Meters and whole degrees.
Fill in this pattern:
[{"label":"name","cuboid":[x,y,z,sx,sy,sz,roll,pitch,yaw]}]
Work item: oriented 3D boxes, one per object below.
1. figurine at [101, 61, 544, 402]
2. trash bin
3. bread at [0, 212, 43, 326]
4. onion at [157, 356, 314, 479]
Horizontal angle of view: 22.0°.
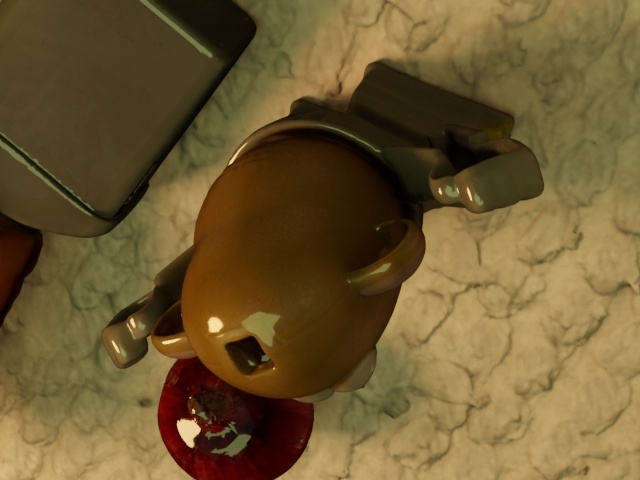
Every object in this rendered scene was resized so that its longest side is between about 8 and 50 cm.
[{"label":"figurine","cuboid":[-0.002,-0.001,1.132,0.167,0.285,0.342,40,122,-3]},{"label":"trash bin","cuboid":[-0.178,-0.118,1.244,0.176,0.101,0.236,41,121,-3]},{"label":"bread","cuboid":[-0.433,0.062,1.290,0.333,0.143,0.324,22,102,-22]},{"label":"onion","cuboid":[-0.071,0.138,1.333,0.131,0.131,0.131,9,121,15]}]
